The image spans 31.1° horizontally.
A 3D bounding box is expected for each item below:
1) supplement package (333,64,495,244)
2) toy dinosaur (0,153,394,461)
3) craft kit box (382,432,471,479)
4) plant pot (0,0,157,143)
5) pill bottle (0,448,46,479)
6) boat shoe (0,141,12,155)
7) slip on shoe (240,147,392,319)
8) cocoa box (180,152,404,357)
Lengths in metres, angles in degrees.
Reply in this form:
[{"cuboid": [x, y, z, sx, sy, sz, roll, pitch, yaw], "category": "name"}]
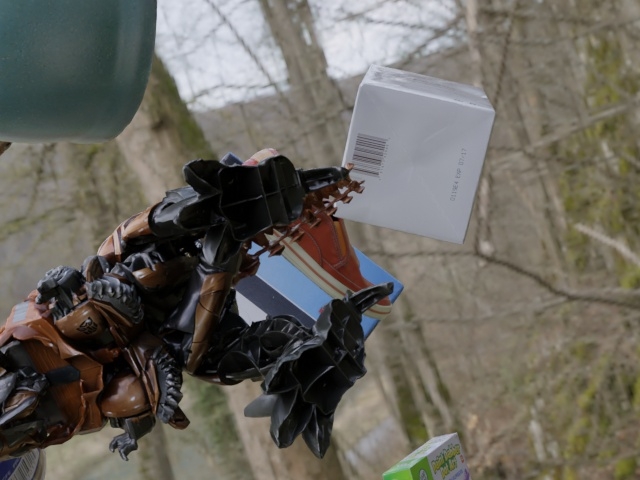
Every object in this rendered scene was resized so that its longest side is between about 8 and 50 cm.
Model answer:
[{"cuboid": [0.098, -0.098, 1.209, 0.134, 0.139, 0.244, 13, 13, 2], "category": "supplement package"}, {"cuboid": [-0.087, 0.025, 0.689, 0.218, 0.164, 0.322, -9, 42, 48], "category": "toy dinosaur"}, {"cuboid": [0.201, 0.465, 1.893, 0.061, 0.246, 0.250, -21, -4, 24], "category": "craft kit box"}, {"cuboid": [-0.289, -0.213, 0.937, 0.196, 0.293, 0.293, -12, -6, -35], "category": "plant pot"}, {"cuboid": [-0.324, 0.124, 0.911, 0.153, 0.153, 0.264, -17, -44, -8], "category": "pill bottle"}, {"cuboid": [-0.597, -0.136, 1.904, 0.324, 0.123, 0.120, -56, -19, -40], "category": "boat shoe"}, {"cuboid": [0.000, 0.000, 1.534, 0.101, 0.331, 0.123, -49, 34, -5], "category": "slip on shoe"}, {"cuboid": [-0.077, 0.065, 1.827, 0.228, 0.347, 0.231, -52, -2, -8], "category": "cocoa box"}]
